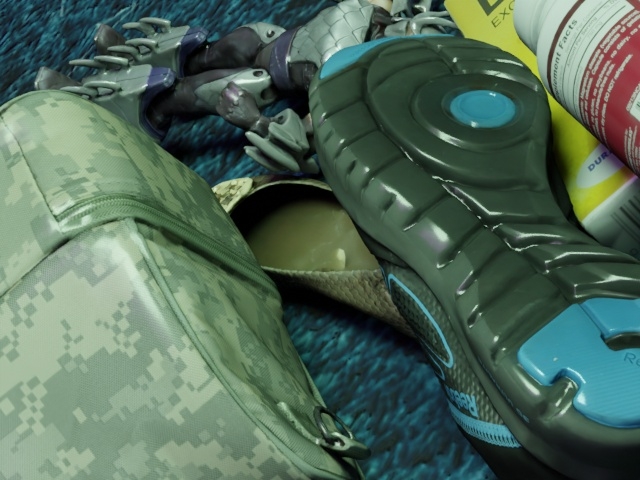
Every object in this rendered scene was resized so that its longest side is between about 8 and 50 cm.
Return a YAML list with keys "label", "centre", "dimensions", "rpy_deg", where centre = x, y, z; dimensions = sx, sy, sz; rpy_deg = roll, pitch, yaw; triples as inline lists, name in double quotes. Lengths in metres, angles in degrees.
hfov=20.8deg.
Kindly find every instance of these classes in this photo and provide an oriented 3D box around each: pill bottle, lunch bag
- label: "pill bottle"
  centre: [0.159, -0.083, 0.838]
  dimensions: [0.086, 0.086, 0.152]
  rpy_deg: [-41, 45, 3]
- label: "lunch bag"
  centre: [-0.148, 0.119, 0.926]
  dimensions: [0.305, 0.212, 0.256]
  rpy_deg: [-39, 56, 9]

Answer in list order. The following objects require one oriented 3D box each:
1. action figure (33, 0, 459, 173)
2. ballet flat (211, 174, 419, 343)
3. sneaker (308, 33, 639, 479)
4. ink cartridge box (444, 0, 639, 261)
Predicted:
- label: "action figure"
  centre: [-0.037, -0.113, 1.130]
  dimensions: [0.285, 0.099, 0.185]
  rpy_deg: [-6, 41, 31]
- label: "ballet flat"
  centre: [0.000, 0.000, 1.025]
  dimensions: [0.250, 0.058, 0.084]
  rpy_deg: [23, 71, 48]
- label: "sneaker"
  centre: [0.076, 0.019, 0.865]
  dimensions: [0.125, 0.139, 0.341]
  rpy_deg: [-11, 41, -11]
- label: "ink cartridge box"
  centre: [0.215, -0.183, 0.969]
  dimensions: [0.303, 0.072, 0.307]
  rpy_deg: [-42, 43, 16]
